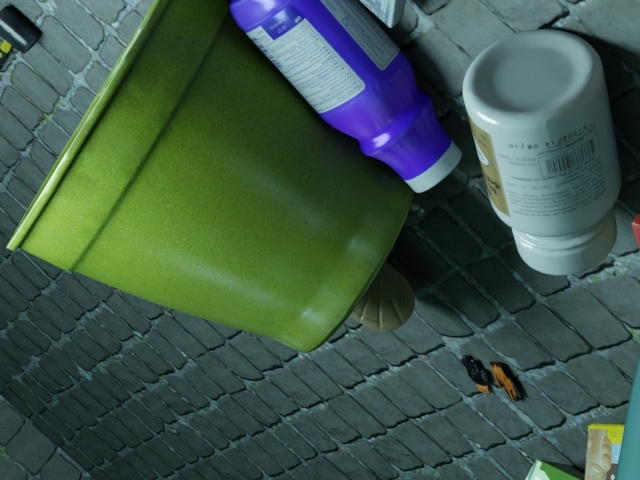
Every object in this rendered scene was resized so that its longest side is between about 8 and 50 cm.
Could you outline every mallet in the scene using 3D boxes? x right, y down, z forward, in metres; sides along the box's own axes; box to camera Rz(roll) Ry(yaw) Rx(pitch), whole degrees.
[{"bbox_3d":[-0.417,-0.256,2.294,0.062,0.039,0.190,38,159,-1],"label":"mallet"}]

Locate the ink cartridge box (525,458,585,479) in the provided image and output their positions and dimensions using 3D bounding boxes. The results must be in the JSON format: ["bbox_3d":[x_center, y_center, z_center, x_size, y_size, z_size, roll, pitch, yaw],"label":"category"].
[{"bbox_3d":[0.378,0.366,2.173,0.188,0.097,0.255,24,-178,29],"label":"ink cartridge box"}]

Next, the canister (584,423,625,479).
[{"bbox_3d":[0.362,0.302,1.988,0.073,0.170,0.126,11,170,-36],"label":"canister"}]

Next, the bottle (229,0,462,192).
[{"bbox_3d":[0.034,-0.172,1.766,0.283,0.092,0.118,47,150,-14],"label":"bottle"}]

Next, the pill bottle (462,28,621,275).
[{"bbox_3d":[0.219,-0.078,1.629,0.131,0.131,0.229,21,148,33],"label":"pill bottle"}]

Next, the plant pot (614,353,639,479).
[{"bbox_3d":[0.393,0.122,1.391,0.293,0.293,0.235,19,122,36],"label":"plant pot"}]

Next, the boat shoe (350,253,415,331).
[{"bbox_3d":[0.000,0.000,2.076,0.285,0.103,0.092,40,-174,1],"label":"boat shoe"}]

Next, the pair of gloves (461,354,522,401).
[{"bbox_3d":[0.217,0.174,2.159,0.083,0.010,0.074,14,145,46],"label":"pair of gloves"}]

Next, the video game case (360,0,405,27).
[{"bbox_3d":[0.010,-0.292,1.599,0.183,0.023,0.201,43,175,6],"label":"video game case"}]

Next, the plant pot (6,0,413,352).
[{"bbox_3d":[-0.101,-0.059,1.885,0.353,0.366,0.366,32,155,-10],"label":"plant pot"}]

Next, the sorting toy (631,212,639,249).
[{"bbox_3d":[0.430,0.050,1.602,0.255,0.089,0.257,16,145,39],"label":"sorting toy"}]
